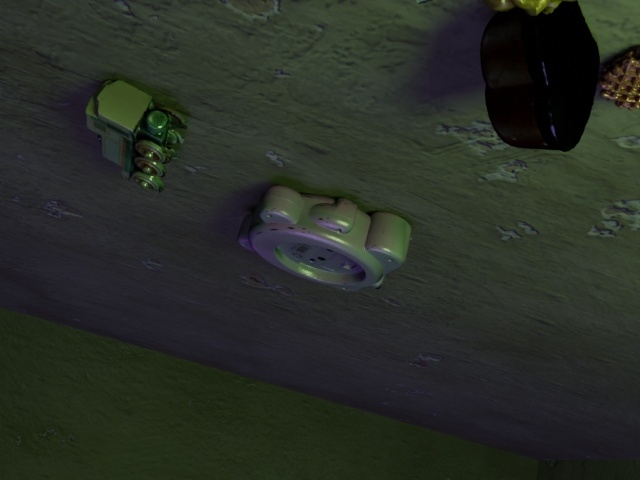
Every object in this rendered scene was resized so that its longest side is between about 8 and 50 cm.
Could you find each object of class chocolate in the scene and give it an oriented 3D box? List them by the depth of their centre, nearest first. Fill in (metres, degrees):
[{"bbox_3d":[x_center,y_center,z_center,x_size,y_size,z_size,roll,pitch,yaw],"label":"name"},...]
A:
[{"bbox_3d":[0.198,-0.163,0.609,0.080,0.125,0.148,2,120,43],"label":"chocolate"}]

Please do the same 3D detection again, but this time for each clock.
[{"bbox_3d":[0.000,0.000,1.082,0.248,0.090,0.227,21,155,-15],"label":"clock"}]

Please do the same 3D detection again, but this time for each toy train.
[{"bbox_3d":[-0.259,-0.142,0.914,0.125,0.080,0.194,28,157,-9],"label":"toy train"}]

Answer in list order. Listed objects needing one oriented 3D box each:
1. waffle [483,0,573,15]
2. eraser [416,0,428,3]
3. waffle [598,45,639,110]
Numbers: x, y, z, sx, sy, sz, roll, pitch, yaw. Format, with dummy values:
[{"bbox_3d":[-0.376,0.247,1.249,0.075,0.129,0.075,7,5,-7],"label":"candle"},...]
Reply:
[{"bbox_3d":[0.063,-0.247,0.350,0.052,0.254,0.245,-32,144,-8],"label":"waffle"},{"bbox_3d":[0.083,-0.244,0.567,0.038,0.019,0.083,-6,151,34],"label":"eraser"},{"bbox_3d":[0.316,-0.157,0.635,0.075,0.029,0.083,24,152,-26],"label":"waffle"}]
